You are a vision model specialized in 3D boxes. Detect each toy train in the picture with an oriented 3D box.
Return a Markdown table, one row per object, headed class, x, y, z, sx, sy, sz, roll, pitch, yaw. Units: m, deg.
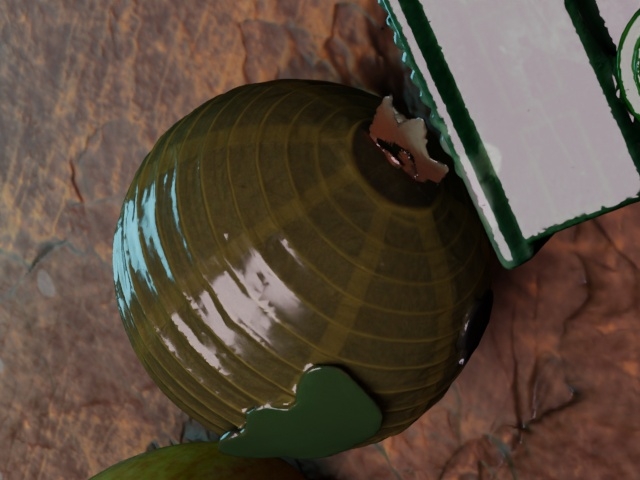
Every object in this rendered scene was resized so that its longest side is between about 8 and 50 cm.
| class | x | y | z | sx | sy | sz | roll | pitch | yaw |
| --- | --- | --- | --- | --- | --- | --- | --- | --- | --- |
| toy train | 0.153 | -0.135 | 0.873 | 0.202 | 0.145 | 0.266 | -22 | 97 | 27 |

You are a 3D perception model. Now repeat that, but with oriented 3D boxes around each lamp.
| class | x | y | z | sx | sy | sz | roll | pitch | yaw |
| --- | --- | --- | --- | --- | --- | --- | --- | --- | --- |
| lamp | 0.000 | 0.000 | 0.983 | 0.250 | 0.250 | 0.284 | 47 | 136 | 8 |

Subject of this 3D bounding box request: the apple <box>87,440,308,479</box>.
| class | x | y | z | sx | sy | sz | roll | pitch | yaw |
| --- | --- | --- | --- | --- | --- | --- | --- | --- | --- |
| apple | -0.097 | 0.281 | 1.193 | 0.264 | 0.264 | 0.264 | 14 | 117 | 29 |
